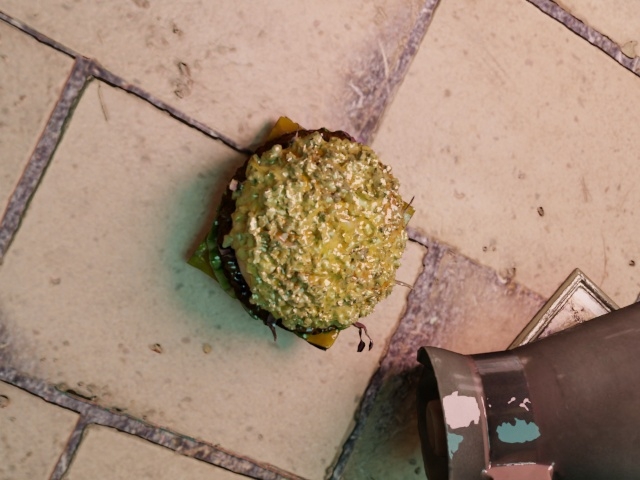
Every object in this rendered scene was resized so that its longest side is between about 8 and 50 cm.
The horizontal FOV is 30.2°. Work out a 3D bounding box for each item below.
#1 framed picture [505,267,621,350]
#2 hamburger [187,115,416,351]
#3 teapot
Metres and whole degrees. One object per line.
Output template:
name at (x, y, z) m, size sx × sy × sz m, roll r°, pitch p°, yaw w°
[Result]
framed picture at (0.367, 0.201, 1.536) m, size 0.274 × 0.017 × 0.217 m, roll 41°, pitch 79°, yaw -3°
hamburger at (0.000, 0.000, 1.309) m, size 0.261 × 0.138 × 0.243 m, roll 32°, pitch 83°, yaw -26°
teapot at (0.299, 0.220, 1.382) m, size 0.344 × 0.300 × 0.253 m, roll -7°, pitch 129°, yaw -4°
